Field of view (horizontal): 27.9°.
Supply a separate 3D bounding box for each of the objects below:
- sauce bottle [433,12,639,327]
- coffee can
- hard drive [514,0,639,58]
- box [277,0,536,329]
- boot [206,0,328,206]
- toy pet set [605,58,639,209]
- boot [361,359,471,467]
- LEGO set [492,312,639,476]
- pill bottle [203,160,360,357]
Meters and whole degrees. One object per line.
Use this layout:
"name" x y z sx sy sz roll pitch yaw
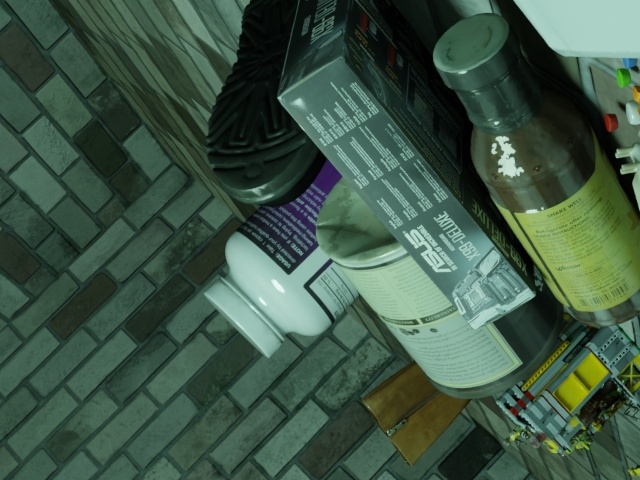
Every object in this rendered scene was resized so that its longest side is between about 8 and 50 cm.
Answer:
"sauce bottle" 0.206 -0.058 1.156 0.111 0.111 0.344 36 168 48
"coffee can" 0.150 0.036 1.590 0.275 0.201 0.201 50 171 -34
"hard drive" 0.182 -0.198 0.813 0.203 0.040 0.307 48 172 -19
"box" 0.091 -0.098 1.248 0.307 0.076 0.242 48 -155 -24
"boot" 0.015 -0.106 1.392 0.260 0.131 0.348 53 -147 -36
"toy pet set" 0.271 -0.078 0.993 0.122 0.065 0.114 76 -177 -70
"boot" 0.230 0.231 1.896 0.264 0.280 0.096 50 171 -34
"LEGO set" 0.327 0.227 1.698 0.255 0.192 0.331 48 172 -21
"pill bottle" 0.000 0.000 1.730 0.181 0.323 0.181 44 172 8
